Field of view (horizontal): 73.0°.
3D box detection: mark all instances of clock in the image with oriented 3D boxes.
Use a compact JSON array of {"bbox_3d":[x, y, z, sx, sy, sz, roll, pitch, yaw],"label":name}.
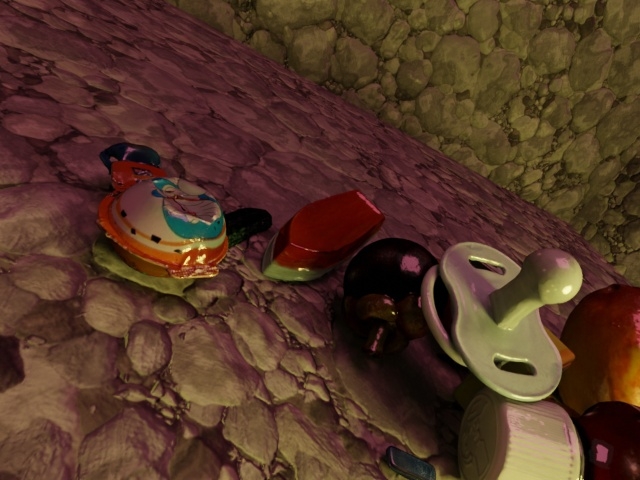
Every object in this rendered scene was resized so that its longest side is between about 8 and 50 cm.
[{"bbox_3d":[0.363,0.258,0.817,0.143,0.202,0.096,5,37,-43],"label":"clock"}]

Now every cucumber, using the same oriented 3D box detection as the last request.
[{"bbox_3d":[-0.176,-0.032,0.886,0.070,0.046,0.220,32,27,14],"label":"cucumber"}]

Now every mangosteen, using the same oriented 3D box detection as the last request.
[{"bbox_3d":[0.132,0.116,0.818,0.211,0.211,0.250,33,45,0],"label":"mangosteen"}]

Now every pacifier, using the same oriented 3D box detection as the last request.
[{"bbox_3d":[0.297,0.088,0.680,0.238,0.226,0.287,18,46,-15],"label":"pacifier"}]

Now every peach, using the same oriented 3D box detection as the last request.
[{"bbox_3d":[0.702,0.281,0.985,0.372,0.290,0.373,6,72,-20],"label":"peach"}]

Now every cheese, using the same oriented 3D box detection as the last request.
[{"bbox_3d":[-0.272,-0.054,0.723,0.216,0.129,0.329,2,40,-47],"label":"cheese"}]

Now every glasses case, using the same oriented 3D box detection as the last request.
[{"bbox_3d":[0.132,0.337,0.639,0.083,0.023,0.034,28,33,-7],"label":"glasses case"}]

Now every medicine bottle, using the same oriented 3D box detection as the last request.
[{"bbox_3d":[0.422,0.366,0.668,0.394,0.243,0.243,12,29,2],"label":"medicine bottle"}]

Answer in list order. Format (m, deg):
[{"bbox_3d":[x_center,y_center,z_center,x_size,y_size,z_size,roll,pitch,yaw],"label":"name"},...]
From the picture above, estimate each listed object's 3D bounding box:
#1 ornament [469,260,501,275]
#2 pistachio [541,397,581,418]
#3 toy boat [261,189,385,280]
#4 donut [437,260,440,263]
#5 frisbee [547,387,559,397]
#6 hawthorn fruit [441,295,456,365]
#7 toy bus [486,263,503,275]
[{"bbox_3d":[0.352,0.151,1.121,0.166,0.153,0.196,38,52,11],"label":"ornament"},{"bbox_3d":[0.491,0.389,0.852,0.110,0.100,0.189,9,35,-32],"label":"pistachio"},{"bbox_3d":[0.000,0.000,0.944,0.145,0.133,0.331,47,41,14],"label":"toy boat"},{"bbox_3d":[0.257,0.100,1.060,0.151,0.058,0.152,-2,29,1],"label":"donut"},{"bbox_3d":[0.501,0.292,1.105,0.250,0.021,0.251,25,28,-14],"label":"frisbee"},{"bbox_3d":[0.337,0.184,0.948,0.179,0.201,0.179,23,-2,1],"label":"hawthorn fruit"},{"bbox_3d":[0.565,0.132,1.364,0.193,0.087,0.089,20,37,-25],"label":"toy bus"}]
